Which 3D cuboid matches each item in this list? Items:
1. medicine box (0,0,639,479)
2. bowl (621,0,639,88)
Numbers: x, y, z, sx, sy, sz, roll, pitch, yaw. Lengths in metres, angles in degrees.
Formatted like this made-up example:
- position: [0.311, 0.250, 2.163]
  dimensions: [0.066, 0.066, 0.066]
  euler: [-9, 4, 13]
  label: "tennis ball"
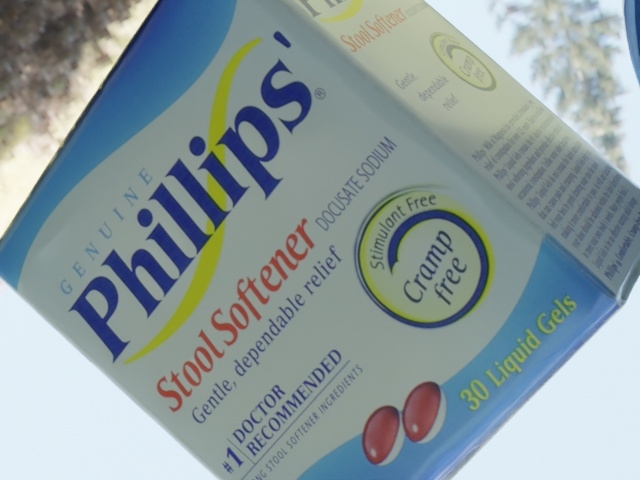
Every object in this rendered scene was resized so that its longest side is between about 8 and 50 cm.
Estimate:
- position: [0.000, 0.000, 0.830]
  dimensions: [0.263, 0.289, 0.149]
  euler: [-51, 176, 29]
  label: "medicine box"
- position: [0.369, -0.166, 0.805]
  dimensions: [0.391, 0.391, 0.077]
  euler: [-13, -149, 16]
  label: "bowl"
